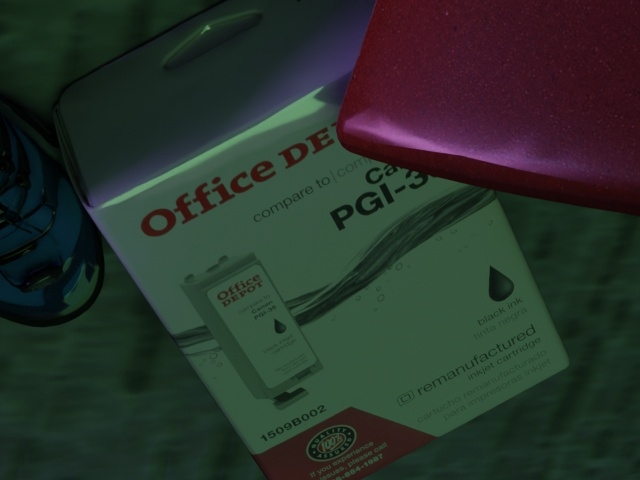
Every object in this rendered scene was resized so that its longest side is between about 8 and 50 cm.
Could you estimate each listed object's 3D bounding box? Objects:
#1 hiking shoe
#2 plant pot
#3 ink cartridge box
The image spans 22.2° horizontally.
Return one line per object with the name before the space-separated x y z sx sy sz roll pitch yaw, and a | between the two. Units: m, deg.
hiking shoe | -0.208 -0.039 0.850 0.113 0.132 0.304 -32 129 4
plant pot | 0.211 -0.117 0.801 0.267 0.236 0.267 8 105 -45
ink cartridge box | 0.000 0.000 0.966 0.207 0.117 0.283 -28 130 1
